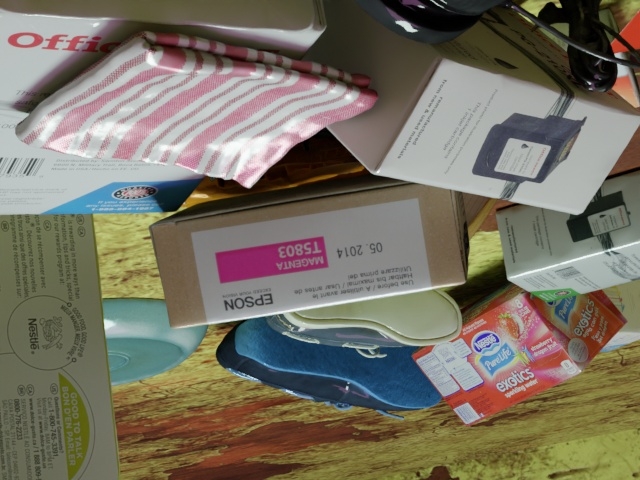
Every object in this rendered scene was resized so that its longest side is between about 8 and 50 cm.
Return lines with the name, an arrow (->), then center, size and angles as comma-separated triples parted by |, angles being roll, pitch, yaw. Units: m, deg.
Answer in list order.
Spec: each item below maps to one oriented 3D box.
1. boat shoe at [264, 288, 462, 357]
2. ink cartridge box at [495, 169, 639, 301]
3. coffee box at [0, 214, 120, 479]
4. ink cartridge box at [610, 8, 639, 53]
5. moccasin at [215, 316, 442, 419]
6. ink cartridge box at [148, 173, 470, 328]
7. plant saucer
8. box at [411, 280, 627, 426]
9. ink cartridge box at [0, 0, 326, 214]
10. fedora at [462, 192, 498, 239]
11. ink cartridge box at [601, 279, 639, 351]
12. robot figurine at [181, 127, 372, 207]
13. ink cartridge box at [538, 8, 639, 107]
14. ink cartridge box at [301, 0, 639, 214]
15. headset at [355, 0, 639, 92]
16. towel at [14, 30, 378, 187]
boat shoe -> 0.055, 0.098, 1.870 | 0.254, 0.095, 0.079 | 2, 157, -25
ink cartridge box -> 0.326, -0.005, 1.702 | 0.208, 0.087, 0.153 | -16, 160, 22
coffee box -> -0.390, 0.130, 1.366 | 0.334, 0.338, 0.337 | -1, 160, -23
ink cartridge box -> 0.363, -0.188, 1.167 | 0.232, 0.066, 0.189 | -20, 166, -18
moccasin -> 0.014, 0.156, 2.020 | 0.342, 0.138, 0.117 | 21, 152, -31
ink cartridge box -> 0.000, 0.000, 1.195 | 0.234, 0.088, 0.193 | -8, -174, 8
plant saucer -> -0.299, 0.143, 1.924 | 0.317, 0.044, 0.317 | -7, 162, -2
box -> 0.254, 0.129, 1.937 | 0.122, 0.128, 0.257 | -40, -179, -38
ink cartridge box -> -0.162, -0.131, 1.026 | 0.223, 0.129, 0.307 | 0, 159, -25
fedora -> 0.106, -0.036, 1.470 | 0.079, 0.194, 0.194 | 39, 146, -9
ink cartridge box -> 0.360, 0.096, 2.018 | 0.143, 0.090, 0.092 | 4, 158, -35
robot figurine -> -0.003, -0.077, 1.335 | 0.291, 0.085, 0.211 | -14, 162, 18
ink cartridge box -> 0.184, -0.137, 1.315 | 0.179, 0.045, 0.145 | -17, 160, 15
ink cartridge box -> 0.097, -0.116, 1.103 | 0.237, 0.172, 0.100 | 9, 120, -44
headset -> 0.125, -0.228, 0.938 | 0.243, 0.185, 0.394 | -12, 147, 21
towel -> -0.078, -0.082, 0.964 | 0.197, 0.029, 0.144 | 6, 155, -41
